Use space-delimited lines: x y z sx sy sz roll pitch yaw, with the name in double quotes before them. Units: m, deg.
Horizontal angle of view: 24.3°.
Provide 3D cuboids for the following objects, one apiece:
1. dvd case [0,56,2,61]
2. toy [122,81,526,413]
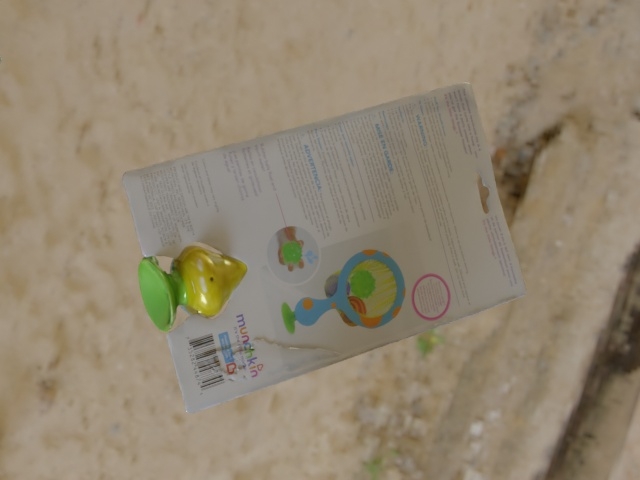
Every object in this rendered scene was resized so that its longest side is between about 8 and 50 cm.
"dvd case" -0.335 -0.150 1.229 0.087 0.119 0.013 35 51 -42
"toy" 0.000 0.000 0.872 0.237 0.056 0.137 -17 95 -32
